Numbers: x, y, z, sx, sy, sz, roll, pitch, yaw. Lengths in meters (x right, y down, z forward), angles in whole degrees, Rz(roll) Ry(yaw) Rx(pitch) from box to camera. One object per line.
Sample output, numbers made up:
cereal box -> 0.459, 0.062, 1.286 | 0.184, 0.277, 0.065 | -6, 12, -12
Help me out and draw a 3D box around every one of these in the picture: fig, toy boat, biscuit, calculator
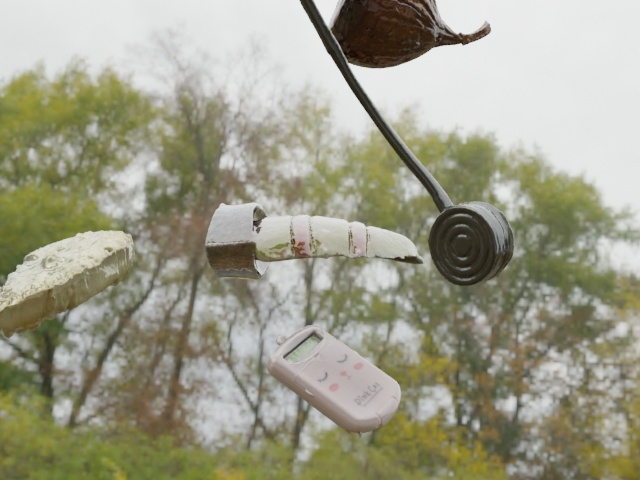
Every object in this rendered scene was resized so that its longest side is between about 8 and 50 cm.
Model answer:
fig -> 0.111, -0.261, 1.281 | 0.201, 0.133, 0.146 | 23, -44, -18
toy boat -> -0.032, 0.001, 1.476 | 0.293, 0.111, 0.276 | 0, 2, 21
biscuit -> -0.345, 0.039, 1.462 | 0.179, 0.084, 0.281 | -21, 13, 4
calculator -> 0.015, 0.166, 1.261 | 0.175, 0.100, 0.032 | 34, -48, 19

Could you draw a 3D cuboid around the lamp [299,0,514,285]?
lamp -> 0.019, -0.120, 0.852 | 0.130, 0.371, 0.108 | -28, -9, 37
